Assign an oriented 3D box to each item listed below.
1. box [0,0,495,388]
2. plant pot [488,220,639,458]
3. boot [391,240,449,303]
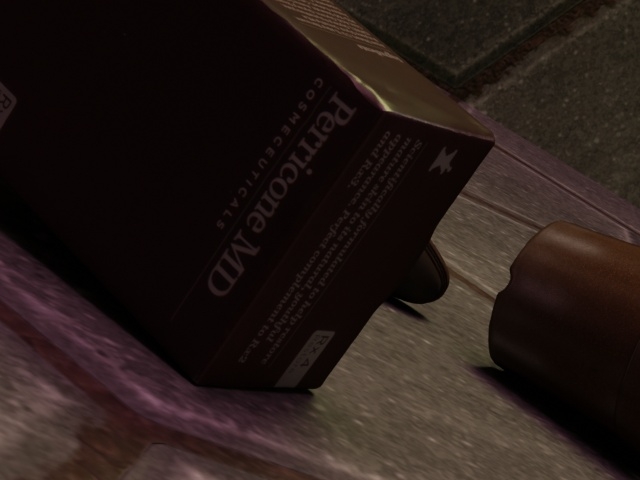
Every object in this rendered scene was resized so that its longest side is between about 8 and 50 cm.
[{"bbox_3d":[-0.104,-0.102,1.083,0.381,0.191,0.143,42,17,26],"label":"box"},{"bbox_3d":[0.226,0.073,1.365,0.165,0.167,0.167,25,7,30],"label":"plant pot"},{"bbox_3d":[0.000,0.000,1.392,0.219,0.082,0.106,36,34,-9],"label":"boot"}]
